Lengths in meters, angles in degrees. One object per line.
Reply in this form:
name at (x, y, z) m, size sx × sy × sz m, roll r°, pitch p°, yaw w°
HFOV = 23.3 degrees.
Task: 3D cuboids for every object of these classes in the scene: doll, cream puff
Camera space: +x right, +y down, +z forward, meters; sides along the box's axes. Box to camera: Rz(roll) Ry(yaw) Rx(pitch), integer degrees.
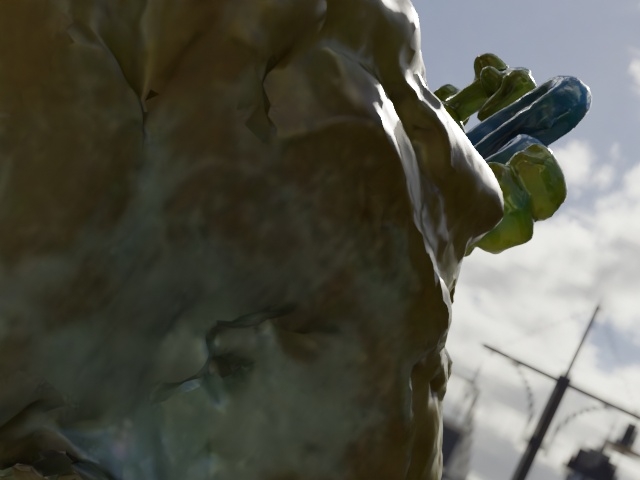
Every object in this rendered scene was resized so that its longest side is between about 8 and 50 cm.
doll at (0.000, 0.000, 0.901) m, size 0.099 × 0.346 × 0.341 m, roll 66°, pitch -9°, yaw -15°
cream puff at (-0.088, -0.013, 0.598) m, size 0.323 × 0.274 × 0.270 m, roll 45°, pitch -5°, yaw -40°
